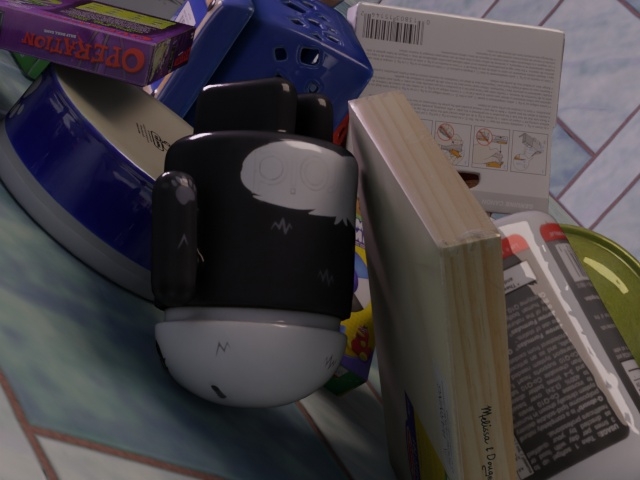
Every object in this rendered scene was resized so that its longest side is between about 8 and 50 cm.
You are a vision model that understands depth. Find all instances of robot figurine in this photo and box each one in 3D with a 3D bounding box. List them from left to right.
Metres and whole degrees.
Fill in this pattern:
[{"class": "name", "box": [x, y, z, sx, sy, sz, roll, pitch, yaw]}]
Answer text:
[{"class": "robot figurine", "box": [-0.057, 0.005, 1.349, 0.209, 0.278, 0.173, 5, -8, -17]}]

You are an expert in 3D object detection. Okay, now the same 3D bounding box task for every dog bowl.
[{"class": "dog bowl", "box": [-0.185, -0.059, 1.527, 0.265, 0.104, 0.265, 38, 14, -11]}]

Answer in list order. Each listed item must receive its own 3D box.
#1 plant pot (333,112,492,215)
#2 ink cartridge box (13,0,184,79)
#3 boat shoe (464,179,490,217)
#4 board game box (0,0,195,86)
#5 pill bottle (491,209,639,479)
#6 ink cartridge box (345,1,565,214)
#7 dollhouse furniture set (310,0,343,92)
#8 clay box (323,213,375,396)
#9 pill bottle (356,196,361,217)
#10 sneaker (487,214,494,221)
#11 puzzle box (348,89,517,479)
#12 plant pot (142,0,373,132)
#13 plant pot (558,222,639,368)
[{"class": "plant pot", "box": [0.126, -0.122, 2.296, 0.235, 0.267, 0.267, 28, 16, -13]}, {"class": "ink cartridge box", "box": [-0.247, -0.330, 1.820, 0.121, 0.289, 0.211, 28, 19, -43]}, {"class": "boat shoe", "box": [0.187, 0.043, 2.107, 0.096, 0.098, 0.277, 50, 41, -38]}, {"class": "board game box", "box": [-0.310, -0.225, 1.536, 0.346, 0.056, 0.208, 15, 9, 3]}, {"class": "pill bottle", "box": [0.222, 0.171, 1.561, 0.363, 0.210, 0.210, 63, 19, 14]}, {"class": "ink cartridge box", "box": [0.172, -0.172, 2.111, 0.296, 0.261, 0.066, 6, -2, -13]}, {"class": "dollhouse furniture set", "box": [-0.029, -0.359, 2.369, 0.286, 0.198, 0.303, 51, -7, 25]}, {"class": "clay box", "box": [0.008, 0.038, 1.641, 0.127, 0.053, 0.222, 35, 46, -23]}, {"class": "pill bottle", "box": [0.000, 0.000, 1.787, 0.229, 0.131, 0.131, 36, 14, -20]}, {"class": "sneaker", "box": [0.106, -0.024, 1.934, 0.131, 0.112, 0.296, 50, -28, -19]}, {"class": "puzzle box", "box": [0.100, 0.108, 1.346, 0.272, 0.052, 0.409, -117, -164, -57]}, {"class": "plant pot", "box": [-0.097, -0.213, 2.005, 0.212, 0.236, 0.236, 28, 18, -22]}, {"class": "plant pot", "box": [0.249, 0.144, 1.822, 0.276, 0.276, 0.254, 42, 25, 5]}]
